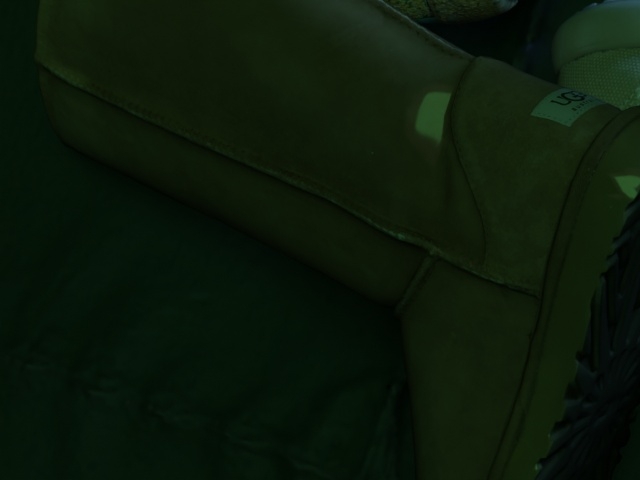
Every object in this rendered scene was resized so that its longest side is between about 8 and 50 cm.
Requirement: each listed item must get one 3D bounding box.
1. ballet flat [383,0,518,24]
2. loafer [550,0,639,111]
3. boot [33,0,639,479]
[{"bbox_3d":[0.028,-0.256,0.772,0.123,0.123,0.349,-3,79,9],"label":"ballet flat"},{"bbox_3d":[0.219,-0.036,0.704,0.268,0.102,0.092,4,81,19],"label":"loafer"},{"bbox_3d":[0.000,0.000,0.730,0.269,0.089,0.236,28,115,28],"label":"boot"}]
